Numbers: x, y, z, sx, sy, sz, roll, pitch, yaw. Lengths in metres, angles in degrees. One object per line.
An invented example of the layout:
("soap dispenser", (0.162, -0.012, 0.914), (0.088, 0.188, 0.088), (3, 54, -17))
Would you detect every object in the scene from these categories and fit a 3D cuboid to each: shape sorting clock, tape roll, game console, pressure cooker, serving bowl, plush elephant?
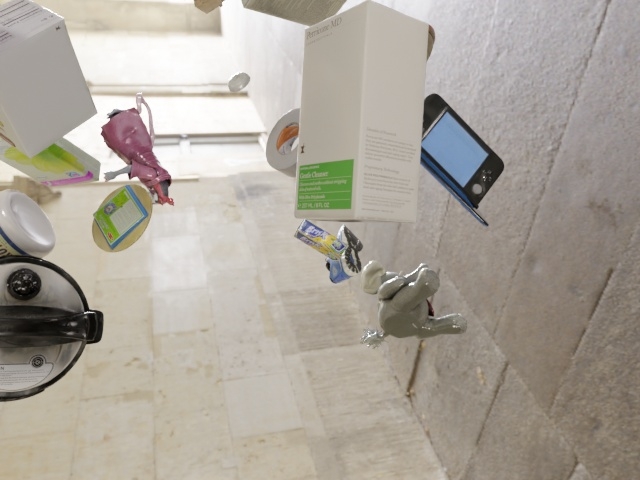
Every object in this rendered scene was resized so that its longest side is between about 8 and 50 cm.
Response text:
("shape sorting clock", (-0.552, -0.062, 1.549), (0.040, 0.206, 0.206), (51, -157, -58))
("tape roll", (-0.081, -0.321, 1.829), (0.219, 0.072, 0.219), (-19, 60, 36))
("game console", (0.343, -0.209, 1.385), (0.293, 0.250, 0.173), (42, 166, -11))
("pressure cooker", (-0.816, 0.218, 1.446), (0.420, 0.370, 0.375), (-8, 121, 50))
("serving bowl", (-0.276, -0.533, 1.849), (0.027, 0.083, 0.083), (52, -165, -46))
("plush elephant", (0.267, 0.179, 1.756), (0.330, 0.272, 0.255), (-31, 30, 25))

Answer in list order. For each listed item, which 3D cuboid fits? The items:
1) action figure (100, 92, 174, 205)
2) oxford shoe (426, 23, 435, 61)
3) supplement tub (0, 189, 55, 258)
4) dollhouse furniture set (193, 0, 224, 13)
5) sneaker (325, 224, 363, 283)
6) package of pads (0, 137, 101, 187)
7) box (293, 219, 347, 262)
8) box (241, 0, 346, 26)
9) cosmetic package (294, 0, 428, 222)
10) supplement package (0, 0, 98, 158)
("action figure", (-0.600, -0.268, 1.926), (0.370, 0.276, 0.248), (50, 177, 11))
("oxford shoe", (0.267, -0.521, 1.634), (0.348, 0.123, 0.130), (50, -135, -82))
("supplement tub", (-1.031, 0.016, 1.727), (0.235, 0.325, 0.235), (59, -177, -5))
("dollhouse furniture set", (-0.405, -0.925, 1.660), (0.303, 0.174, 0.355), (6, -114, -62))
("sneaker", (0.081, 0.057, 2.256), (0.147, 0.130, 0.330), (-37, 19, 24))
("package of pads", (-0.995, -0.297, 2.042), (0.296, 0.229, 0.101), (52, -144, -68))
("box", (0.000, 0.000, 1.816), (0.054, 0.169, 0.059), (-59, -1, -25))
("box", (-0.088, -0.763, 1.690), (0.148, 0.311, 0.121), (-36, 66, 42))
("cosmetic package", (0.072, -0.217, 1.025), (0.197, 0.155, 0.365), (1, 90, 54))
("supplement package", (-0.656, -0.359, 1.237), (0.145, 0.204, 0.262), (31, 148, 19))
